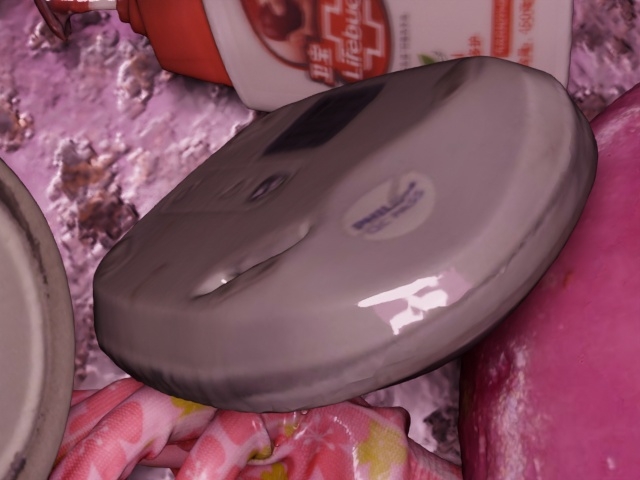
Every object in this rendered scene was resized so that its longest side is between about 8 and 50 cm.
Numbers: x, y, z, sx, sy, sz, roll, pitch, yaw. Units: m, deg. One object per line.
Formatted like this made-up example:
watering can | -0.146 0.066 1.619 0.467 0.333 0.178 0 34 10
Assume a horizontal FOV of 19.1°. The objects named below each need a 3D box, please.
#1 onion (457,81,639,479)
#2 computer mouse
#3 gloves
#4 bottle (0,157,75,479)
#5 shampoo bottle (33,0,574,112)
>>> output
onion | 0.246 0.091 0.829 0.358 0.345 0.358 -7 109 -20
computer mouse | 0.004 0.005 0.846 0.197 0.331 0.095 -39 104 -15
gloves | -0.049 0.112 0.919 0.241 0.145 0.126 25 70 -3
bottle | -0.298 0.046 0.871 0.352 0.229 0.229 -3 77 37
shampoo bottle | -0.013 -0.130 0.961 0.284 0.071 0.153 -3 124 2
